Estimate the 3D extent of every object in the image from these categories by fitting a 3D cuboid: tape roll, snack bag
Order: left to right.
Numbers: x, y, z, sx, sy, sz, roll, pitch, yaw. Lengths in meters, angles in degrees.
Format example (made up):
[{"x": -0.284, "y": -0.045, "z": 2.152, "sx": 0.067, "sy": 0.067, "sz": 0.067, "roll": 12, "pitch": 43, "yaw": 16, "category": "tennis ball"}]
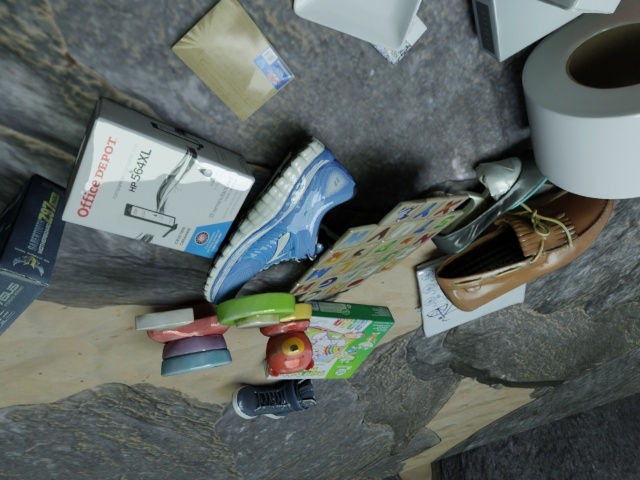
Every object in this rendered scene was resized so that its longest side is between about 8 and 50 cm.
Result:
[{"x": 0.399, "y": 0.122, "z": 1.036, "sx": 0.323, "sy": 0.037, "sz": 0.342, "roll": -21, "pitch": 136, "yaw": -3, "category": "snack bag"}, {"x": 0.440, "y": -0.206, "z": 0.591, "sx": 0.246, "sy": 0.246, "sz": 0.169, "roll": -32, "pitch": 134, "yaw": 10, "category": "tape roll"}]

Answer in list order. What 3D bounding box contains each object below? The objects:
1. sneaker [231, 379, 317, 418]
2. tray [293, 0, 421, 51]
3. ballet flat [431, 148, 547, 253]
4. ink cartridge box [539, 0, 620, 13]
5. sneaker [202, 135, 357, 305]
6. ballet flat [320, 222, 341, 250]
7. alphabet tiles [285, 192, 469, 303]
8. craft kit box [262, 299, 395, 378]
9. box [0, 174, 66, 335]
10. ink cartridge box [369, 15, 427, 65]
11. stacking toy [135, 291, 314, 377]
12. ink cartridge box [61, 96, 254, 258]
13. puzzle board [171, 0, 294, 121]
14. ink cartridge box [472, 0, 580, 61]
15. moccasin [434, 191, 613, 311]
[{"x": -0.108, "y": 0.404, "z": 1.053, "sx": 0.164, "sy": 0.086, "sz": 0.226, "roll": -27, "pitch": 147, "yaw": 20, "category": "sneaker"}, {"x": 0.064, "y": -0.346, "z": 0.403, "sx": 0.145, "sy": 0.030, "sz": 0.270, "roll": 21, "pitch": 138, "yaw": 1, "category": "tray"}, {"x": 0.316, "y": -0.082, "z": 0.771, "sx": 0.096, "sy": 0.095, "sz": 0.280, "roll": 27, "pitch": 118, "yaw": -25, "category": "ballet flat"}, {"x": 0.269, "y": -0.318, "z": 0.395, "sx": 0.063, "sy": 0.109, "sz": 0.150, "roll": -7, "pitch": 135, "yaw": -21, "category": "ink cartridge box"}, {"x": -0.067, "y": 0.003, "z": 0.644, "sx": 0.147, "sy": 0.129, "sz": 0.330, "roll": 35, "pitch": 114, "yaw": -18, "category": "sneaker"}, {"x": 0.000, "y": 0.000, "z": 0.746, "sx": 0.168, "sy": 0.052, "sz": 0.057, "roll": 23, "pitch": 119, "yaw": -36, "category": "ballet flat"}, {"x": 0.097, "y": 0.024, "z": 0.732, "sx": 0.285, "sy": 0.011, "sz": 0.342, "roll": -10, "pitch": 155, "yaw": -38, "category": "alphabet tiles"}, {"x": 0.018, "y": 0.252, "z": 0.996, "sx": 0.250, "sy": 0.060, "sz": 0.246, "roll": 10, "pitch": 130, "yaw": -29, "category": "craft kit box"}, {"x": -0.427, "y": 0.049, "z": 0.527, "sx": 0.233, "sy": 0.183, "sz": 0.059, "roll": -39, "pitch": 134, "yaw": 17, "category": "box"}, {"x": 0.077, "y": -0.288, "z": 0.519, "sx": 0.115, "sy": 0.029, "sz": 0.063, "roll": 25, "pitch": 119, "yaw": -38, "category": "ink cartridge box"}, {"x": -0.157, "y": 0.193, "z": 0.723, "sx": 0.309, "sy": 0.130, "sz": 0.279, "roll": -10, "pitch": 164, "yaw": -4, "category": "stacking toy"}, {"x": -0.219, "y": -0.076, "z": 0.552, "sx": 0.203, "sy": 0.086, "sz": 0.148, "roll": 17, "pitch": 116, "yaw": -34, "category": "ink cartridge box"}, {"x": -0.107, "y": -0.228, "z": 0.516, "sx": 0.096, "sy": 0.011, "sz": 0.128, "roll": -37, "pitch": 135, "yaw": 12, "category": "puzzle board"}, {"x": 0.280, "y": -0.390, "z": 0.453, "sx": 0.239, "sy": 0.060, "sz": 0.275, "roll": -29, "pitch": 136, "yaw": 8, "category": "ink cartridge box"}, {"x": 0.414, "y": -0.001, "z": 0.840, "sx": 0.380, "sy": 0.139, "sz": 0.147, "roll": -30, "pitch": 127, "yaw": 14, "category": "moccasin"}]
